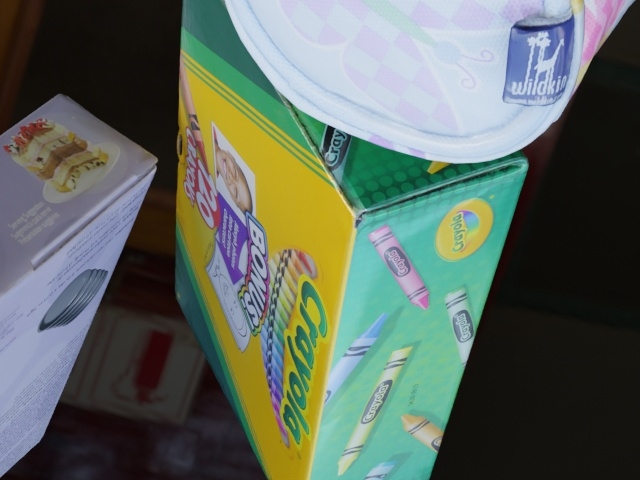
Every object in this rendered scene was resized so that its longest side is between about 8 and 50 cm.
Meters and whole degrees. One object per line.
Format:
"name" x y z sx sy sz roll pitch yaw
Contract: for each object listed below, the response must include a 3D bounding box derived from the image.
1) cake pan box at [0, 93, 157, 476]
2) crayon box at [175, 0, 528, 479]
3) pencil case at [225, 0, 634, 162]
"cake pan box" -0.202 0.087 0.708 0.070 0.246 0.267 35 -134 9
"crayon box" 0.000 0.000 0.733 0.081 0.278 0.165 -19 -122 -19
"pencil case" 0.076 -0.140 0.490 0.113 0.124 0.273 20 -136 22
